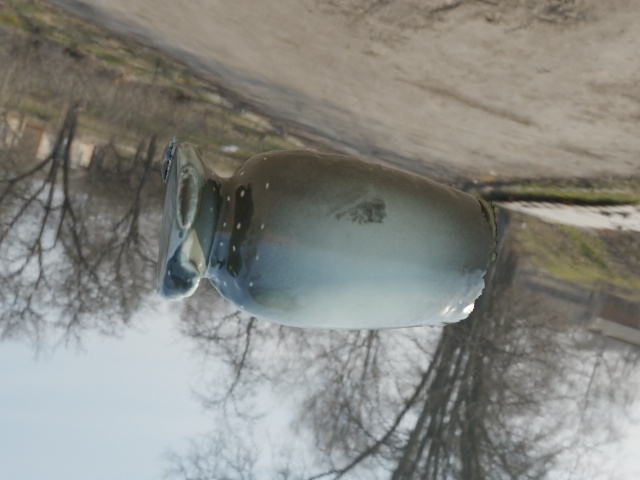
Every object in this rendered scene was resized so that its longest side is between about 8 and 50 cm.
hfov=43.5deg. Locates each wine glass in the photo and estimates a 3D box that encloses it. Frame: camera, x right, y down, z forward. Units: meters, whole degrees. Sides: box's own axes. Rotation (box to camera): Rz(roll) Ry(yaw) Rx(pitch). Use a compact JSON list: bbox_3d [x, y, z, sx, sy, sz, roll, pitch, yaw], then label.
[{"bbox_3d":[0.000,0.000,0.505,0.204,0.111,0.111,9,-177,-16],"label":"wine glass"}]
